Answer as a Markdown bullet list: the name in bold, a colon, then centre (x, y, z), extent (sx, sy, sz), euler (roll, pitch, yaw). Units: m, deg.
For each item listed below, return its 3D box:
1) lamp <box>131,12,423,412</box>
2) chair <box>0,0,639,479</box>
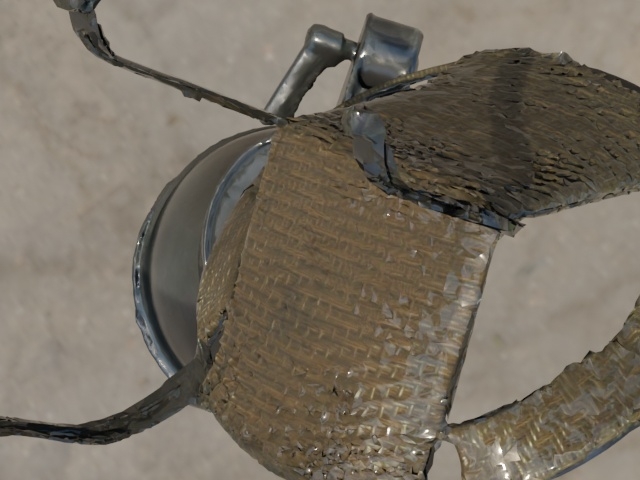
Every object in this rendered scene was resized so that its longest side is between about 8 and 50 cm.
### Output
- **lamp**: centre (0.000, 0.000, 0.819), extent (0.147, 0.227, 0.172), euler (20, 82, -4)
- **chair**: centre (0.015, 0.008, 0.587), extent (0.213, 0.174, 0.149), euler (-8, 117, -49)
